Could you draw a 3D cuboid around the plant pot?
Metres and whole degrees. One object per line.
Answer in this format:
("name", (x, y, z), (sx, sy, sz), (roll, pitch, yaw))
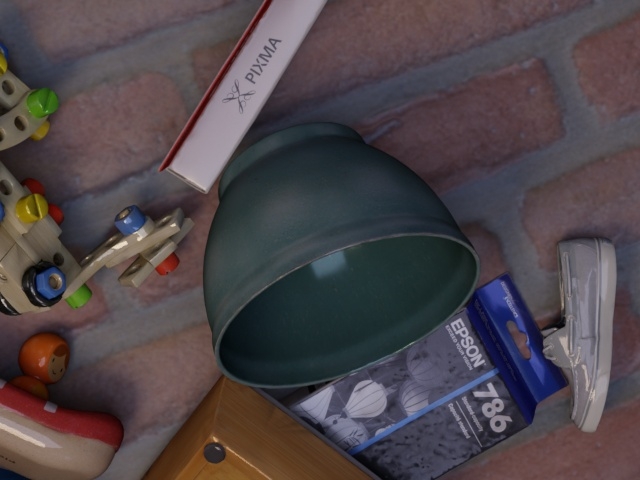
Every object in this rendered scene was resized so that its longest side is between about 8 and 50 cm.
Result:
("plant pot", (0.000, 0.000, 1.434), (0.293, 0.293, 0.196), (-20, 61, -2))

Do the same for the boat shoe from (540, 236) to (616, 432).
("boat shoe", (0.296, 0.108, 1.563), (0.081, 0.079, 0.228), (3, 92, 4))

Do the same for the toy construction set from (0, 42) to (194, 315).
("toy construction set", (-0.303, -0.048, 1.453), (0.327, 0.151, 0.215), (43, 48, -14))

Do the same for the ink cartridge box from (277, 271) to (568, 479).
("ink cartridge box", (0.117, 0.188, 1.560), (0.332, 0.065, 0.165), (-31, 98, -2))

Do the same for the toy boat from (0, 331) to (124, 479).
("toy boat", (-0.324, 0.173, 1.498), (0.231, 0.151, 0.151), (26, 65, -7))

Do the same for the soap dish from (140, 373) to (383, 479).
("soap dish", (-0.055, 0.316, 1.486), (0.291, 0.118, 0.229), (37, 118, -2))

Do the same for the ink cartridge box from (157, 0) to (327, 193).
("ink cartridge box", (-0.070, -0.177, 1.411), (0.060, 0.239, 0.275), (32, 93, -7))

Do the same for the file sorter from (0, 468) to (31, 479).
("file sorter", (-0.353, 0.330, 1.510), (0.170, 0.118, 0.105), (17, 98, -6))
